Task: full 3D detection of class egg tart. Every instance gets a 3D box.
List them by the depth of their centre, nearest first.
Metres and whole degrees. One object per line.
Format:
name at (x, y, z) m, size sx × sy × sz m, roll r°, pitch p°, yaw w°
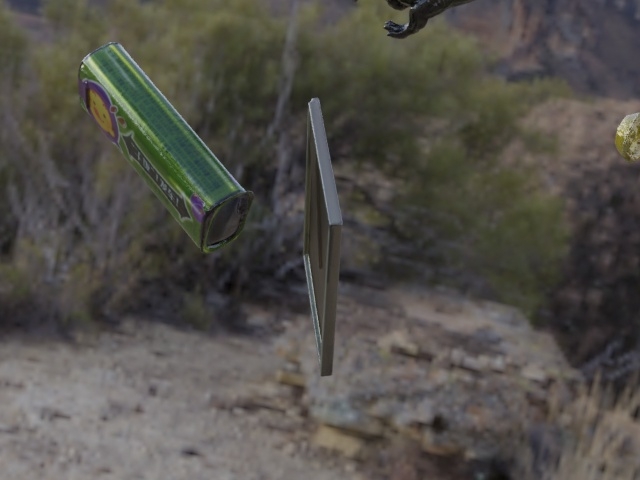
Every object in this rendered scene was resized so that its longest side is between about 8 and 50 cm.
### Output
egg tart at (0.521, -0.176, 2.451) m, size 0.039 × 0.105 × 0.105 m, roll 23°, pitch 14°, yaw 27°

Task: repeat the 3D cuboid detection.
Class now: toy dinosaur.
toy dinosaur at (0.131, -0.330, 1.765) m, size 0.187 × 0.179 × 0.087 m, roll 29°, pitch 42°, yaw -34°

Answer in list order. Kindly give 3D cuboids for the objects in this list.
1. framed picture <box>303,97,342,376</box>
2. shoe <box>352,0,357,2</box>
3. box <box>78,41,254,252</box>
framed picture at (0.000, 0.000, 1.822) m, size 0.016 × 0.289 × 0.213 m, roll -4°, pitch 48°, yaw -6°
shoe at (0.039, -0.543, 2.379) m, size 0.149 × 0.293 × 0.109 m, roll 14°, pitch 15°, yaw -11°
box at (-0.239, -0.143, 2.244) m, size 0.097 × 0.134 × 0.345 m, roll -30°, pitch 65°, yaw -25°
